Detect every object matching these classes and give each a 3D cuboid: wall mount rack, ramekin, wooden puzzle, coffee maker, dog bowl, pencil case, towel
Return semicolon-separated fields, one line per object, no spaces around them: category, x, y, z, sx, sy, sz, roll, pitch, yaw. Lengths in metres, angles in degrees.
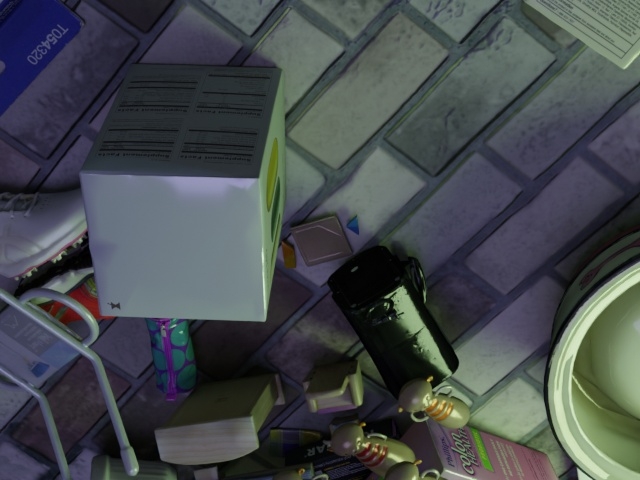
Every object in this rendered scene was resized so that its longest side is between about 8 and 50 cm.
wall mount rack;-0.388;0.209;1.592;0.304;0.130;0.350;39;142;-14
ramekin;-0.273;0.455;1.748;0.127;0.273;0.273;-2;124;-7
wooden puzzle;0.000;0.000;1.563;0.116;0.014;0.079;-10;127;11
coffee maker;0.097;0.124;1.541;0.120;0.171;0.178;-21;119;20
dog bowl;0.487;0.143;1.515;0.407;0.150;0.408;1;117;2
pencil case;-0.212;0.147;1.644;0.064;0.070;0.152;-2;124;6
towel;-0.037;0.311;1.775;0.083;0.009;0.060;6;125;1

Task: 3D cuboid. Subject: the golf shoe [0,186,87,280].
golf shoe;-0.430;-0.017;1.530;0.306;0.115;0.140;-22;116;17

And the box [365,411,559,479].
box;0.199;0.392;1.705;0.243;0.117;0.214;22;119;-27

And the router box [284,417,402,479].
router box;0.052;0.353;1.766;0.178;0.046;0.133;-19;122;11

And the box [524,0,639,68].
box;0.338;-0.330;1.245;0.148;0.127;0.232;31;120;-15

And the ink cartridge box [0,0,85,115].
ink cartridge box;-0.512;-0.257;1.401;0.330;0.071;0.324;40;117;-19

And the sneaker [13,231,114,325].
sneaker;-0.284;0.046;1.577;0.279;0.107;0.118;-21;128;29

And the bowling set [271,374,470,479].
bowling set;0.090;0.325;1.508;0.287;0.200;0.154;-45;134;15

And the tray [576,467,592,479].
tray;0.445;0.294;1.712;0.145;0.030;0.270;-8;123;11

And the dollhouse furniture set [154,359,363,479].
dollhouse furniture set;-0.064;0.359;1.637;0.286;0.198;0.304;-10;100;11

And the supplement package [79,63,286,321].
supplement package;-0.149;-0.062;1.382;0.198;0.263;0.199;2;124;4
